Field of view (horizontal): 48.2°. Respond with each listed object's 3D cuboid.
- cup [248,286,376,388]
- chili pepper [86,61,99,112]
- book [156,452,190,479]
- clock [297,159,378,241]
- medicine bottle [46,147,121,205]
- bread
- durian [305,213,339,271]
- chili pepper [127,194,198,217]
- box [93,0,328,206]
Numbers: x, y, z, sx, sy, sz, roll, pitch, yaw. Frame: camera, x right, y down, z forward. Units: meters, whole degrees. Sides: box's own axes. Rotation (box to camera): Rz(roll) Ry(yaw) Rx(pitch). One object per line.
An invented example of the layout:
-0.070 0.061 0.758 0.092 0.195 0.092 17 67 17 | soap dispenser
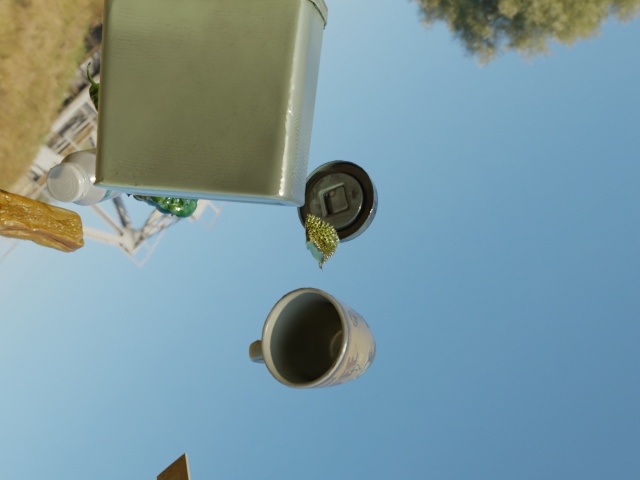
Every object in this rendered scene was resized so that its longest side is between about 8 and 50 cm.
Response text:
-0.016 0.260 1.718 0.301 0.257 0.227 -15 -114 25 | cup
-0.529 -0.349 1.833 0.279 0.122 0.065 33 -146 28 | chili pepper
-0.402 0.682 1.965 0.118 0.012 0.172 -41 -146 11 | book
0.066 -0.145 2.710 0.319 0.066 0.318 -6 -105 25 | clock
-0.569 -0.155 1.757 0.135 0.135 0.215 -32 -176 19 | medicine bottle
-0.765 -0.053 1.929 0.077 0.271 0.139 -32 -118 25 | bread
0.009 -0.004 2.154 0.096 0.220 0.137 -1 -115 5 | durian
-0.460 -0.171 2.042 0.385 0.213 0.167 11 -109 58 | chili pepper
-0.183 -0.240 1.171 0.352 0.343 0.177 5 178 10 | box
